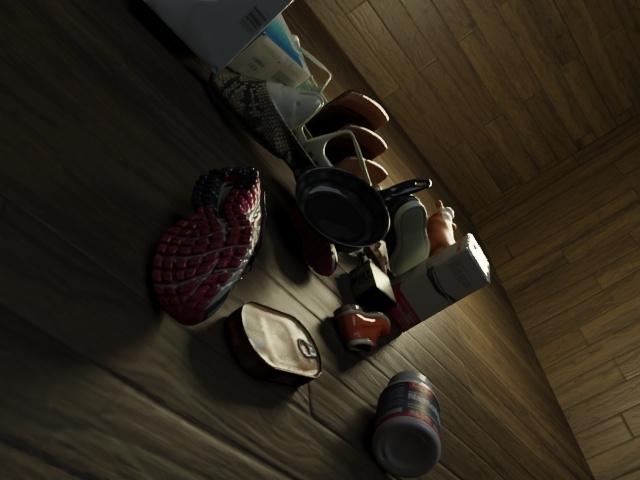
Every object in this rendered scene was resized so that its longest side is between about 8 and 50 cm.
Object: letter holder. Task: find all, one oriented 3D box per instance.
[{"bbox_3d":[0.086,-0.236,1.638,0.152,0.214,0.302,62,18,15],"label":"letter holder"}]

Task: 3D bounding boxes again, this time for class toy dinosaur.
[{"bbox_3d":[0.119,0.013,1.549,0.211,0.064,0.112,54,19,-8],"label":"toy dinosaur"}]

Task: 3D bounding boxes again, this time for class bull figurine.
[{"bbox_3d":[0.316,0.014,1.853,0.101,0.188,0.310,48,20,-27],"label":"bull figurine"}]

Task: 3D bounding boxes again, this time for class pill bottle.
[{"bbox_3d":[0.145,0.295,1.075,0.108,0.108,0.180,54,18,-10],"label":"pill bottle"}]

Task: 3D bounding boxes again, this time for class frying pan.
[{"bbox_3d":[0.072,-0.092,1.278,0.197,0.053,0.326,40,44,6],"label":"frying pan"}]

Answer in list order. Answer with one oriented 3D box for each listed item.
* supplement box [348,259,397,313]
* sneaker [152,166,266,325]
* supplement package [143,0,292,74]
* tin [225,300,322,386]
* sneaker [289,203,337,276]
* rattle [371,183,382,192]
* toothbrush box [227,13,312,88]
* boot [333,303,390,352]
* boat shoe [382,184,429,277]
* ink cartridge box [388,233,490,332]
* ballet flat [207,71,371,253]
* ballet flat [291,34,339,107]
[{"bbox_3d":[0.112,0.103,1.391,0.083,0.056,0.083,43,23,-37],"label":"supplement box"},{"bbox_3d":[-0.126,0.011,0.855,0.299,0.120,0.112,-76,161,-56],"label":"sneaker"},{"bbox_3d":[-0.191,-0.498,1.251,0.204,0.262,0.145,44,7,-36],"label":"supplement package"},{"bbox_3d":[-0.062,0.146,0.905,0.189,0.040,0.106,31,35,-54],"label":"tin"},{"bbox_3d":[0.000,0.000,1.263,0.074,0.063,0.170,23,33,-50],"label":"sneaker"},{"bbox_3d":[0.116,-0.039,1.629,0.143,0.130,0.200,-83,165,-47],"label":"rattle"},{"bbox_3d":[-0.169,-0.520,1.601,0.216,0.126,0.296,26,36,-56],"label":"toothbrush box"},{"bbox_3d":[0.087,0.177,1.215,0.158,0.059,0.085,19,43,-49],"label":"boot"},{"bbox_3d":[0.211,-0.018,1.631,0.303,0.114,0.091,90,-22,-51],"label":"boat shoe"},{"bbox_3d":[0.278,0.098,1.535,0.100,0.237,0.172,56,18,-3],"label":"ink cartridge box"},{"bbox_3d":[-0.020,-0.193,1.347,0.483,0.182,0.164,52,20,-14],"label":"ballet flat"},{"bbox_3d":[-0.004,-0.402,1.822,0.400,0.139,0.139,53,18,-12],"label":"ballet flat"}]
